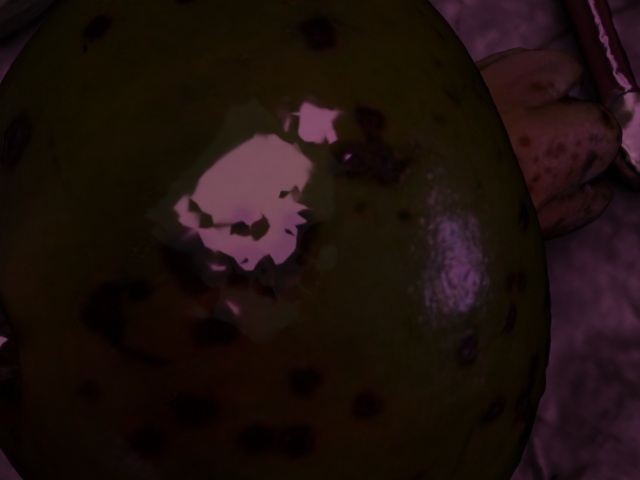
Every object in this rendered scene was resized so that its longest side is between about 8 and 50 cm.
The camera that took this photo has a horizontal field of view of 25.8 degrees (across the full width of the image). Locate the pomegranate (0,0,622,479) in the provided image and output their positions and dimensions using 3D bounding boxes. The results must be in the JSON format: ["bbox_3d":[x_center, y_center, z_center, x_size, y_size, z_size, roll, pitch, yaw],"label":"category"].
[{"bbox_3d":[0.000,0.000,0.440,0.247,0.202,0.202,-19,76,-32],"label":"pomegranate"}]

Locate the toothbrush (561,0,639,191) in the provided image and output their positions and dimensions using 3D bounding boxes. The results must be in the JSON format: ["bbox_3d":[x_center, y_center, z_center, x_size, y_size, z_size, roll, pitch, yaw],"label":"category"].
[{"bbox_3d":[0.069,-0.189,0.544,0.040,0.041,0.364,-15,78,-3],"label":"toothbrush"}]

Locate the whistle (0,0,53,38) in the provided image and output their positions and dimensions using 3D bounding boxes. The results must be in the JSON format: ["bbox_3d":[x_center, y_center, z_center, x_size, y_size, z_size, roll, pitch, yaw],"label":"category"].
[{"bbox_3d":[-0.183,-0.101,0.514,0.258,0.067,0.126,-41,79,-5],"label":"whistle"}]
